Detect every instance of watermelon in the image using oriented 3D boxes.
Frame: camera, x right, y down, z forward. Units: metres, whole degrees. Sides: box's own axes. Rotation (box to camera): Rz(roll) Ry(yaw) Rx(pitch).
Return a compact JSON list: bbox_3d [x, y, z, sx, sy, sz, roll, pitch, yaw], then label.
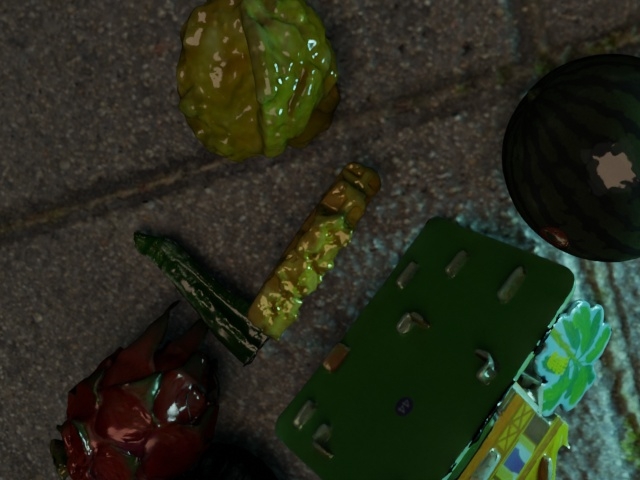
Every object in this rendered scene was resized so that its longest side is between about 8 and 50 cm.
[{"bbox_3d":[0.290,-0.084,0.787,0.212,0.212,0.212,4,110,10],"label":"watermelon"}]

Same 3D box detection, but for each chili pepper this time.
[{"bbox_3d":[-0.160,0.066,1.011,0.227,0.059,0.088,41,116,-3],"label":"chili pepper"}]

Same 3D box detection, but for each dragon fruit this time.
[{"bbox_3d":[-0.221,0.213,0.996,0.193,0.274,0.192,37,153,17],"label":"dragon fruit"}]

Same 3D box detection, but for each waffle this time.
[{"bbox_3d":[0.000,0.000,0.898,0.055,0.160,0.211,35,113,-2],"label":"waffle"}]

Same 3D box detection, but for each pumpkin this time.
[{"bbox_3d":[-0.130,0.373,1.074,0.194,0.150,0.194,-3,126,-4],"label":"pumpkin"}]

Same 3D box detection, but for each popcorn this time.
[{"bbox_3d":[-0.067,-0.184,0.857,0.197,0.155,0.198,14,119,27],"label":"popcorn"}]

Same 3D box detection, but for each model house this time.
[{"bbox_3d":[0.185,0.194,0.931,0.358,0.242,0.313,-54,132,-9],"label":"model house"}]
